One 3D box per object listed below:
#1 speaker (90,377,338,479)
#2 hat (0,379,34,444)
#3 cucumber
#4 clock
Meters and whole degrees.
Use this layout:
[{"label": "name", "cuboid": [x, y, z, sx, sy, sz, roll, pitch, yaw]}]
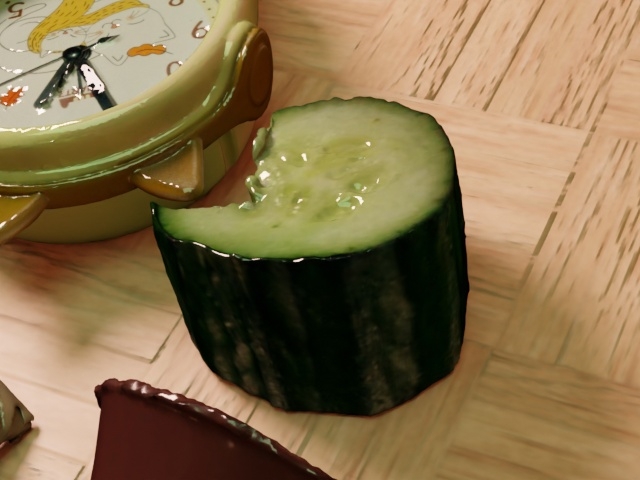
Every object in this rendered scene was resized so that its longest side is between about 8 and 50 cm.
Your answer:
[{"label": "speaker", "cuboid": [-0.063, 0.266, 0.587, 0.259, 0.198, 0.329, 31, 69, -13]}, {"label": "hat", "cuboid": [-0.257, 0.127, 0.756, 0.147, 0.085, 0.175, -3, 46, 7]}, {"label": "cucumber", "cuboid": [0.010, 0.001, 0.794, 0.191, 0.130, 0.191, -4, 43, 4]}, {"label": "clock", "cuboid": [-0.174, -0.123, 0.948, 0.286, 0.117, 0.348, -13, 48, -1]}]
